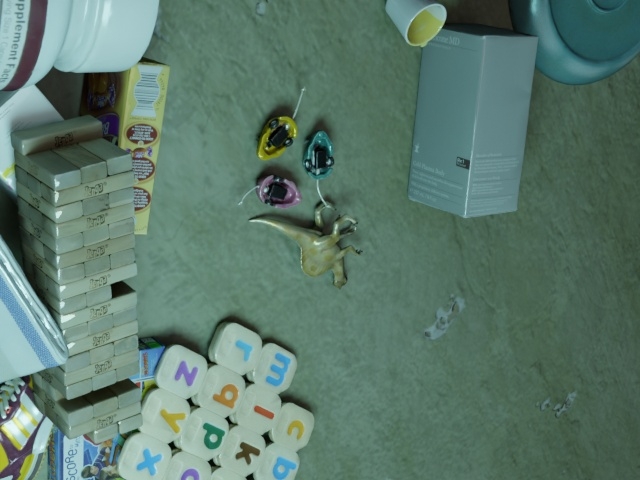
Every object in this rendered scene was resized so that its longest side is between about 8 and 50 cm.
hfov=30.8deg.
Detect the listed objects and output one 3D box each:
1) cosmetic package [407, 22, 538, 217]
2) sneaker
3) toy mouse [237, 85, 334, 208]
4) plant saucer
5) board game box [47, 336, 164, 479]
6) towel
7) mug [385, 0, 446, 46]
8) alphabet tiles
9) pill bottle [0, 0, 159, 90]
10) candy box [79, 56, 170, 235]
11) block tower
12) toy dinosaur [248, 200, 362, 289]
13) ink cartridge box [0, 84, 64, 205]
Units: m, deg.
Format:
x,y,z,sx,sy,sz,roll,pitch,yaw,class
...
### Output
x,y,z,sx,sy,sz,roll,pitch,yaw,class
0.197,-0.161,1.522,0.107,0.127,0.238,-9,109,-33,cosmetic package
-0.344,0.188,1.301,0.084,0.069,0.186,6,101,-41,sneaker
-0.034,-0.088,1.445,0.161,0.031,0.143,-52,126,-9,toy mouse
0.397,-0.374,1.641,0.317,0.043,0.318,-11,112,-31,plant saucer
-0.257,0.224,1.395,0.136,0.035,0.201,-6,109,-33,board game box
-0.409,0.072,1.138,0.285,0.034,0.209,-15,122,16,towel
0.112,-0.282,1.460,0.062,0.064,0.078,-15,142,-36,mug
-0.127,0.253,1.463,0.278,0.021,0.284,33,73,-41,alphabet tiles
-0.359,-0.247,1.045,0.392,0.224,0.224,-5,109,-33,pill bottle
-0.220,-0.108,1.261,0.053,0.109,0.187,-1,105,-36,candy box
-0.248,0.049,1.201,0.091,0.097,0.336,-18,121,-35,block tower
0.000,0.000,1.486,0.183,0.053,0.093,40,83,-37,toy dinosaur
-0.307,-0.095,1.217,0.090,0.092,0.143,-46,127,-13,ink cartridge box
